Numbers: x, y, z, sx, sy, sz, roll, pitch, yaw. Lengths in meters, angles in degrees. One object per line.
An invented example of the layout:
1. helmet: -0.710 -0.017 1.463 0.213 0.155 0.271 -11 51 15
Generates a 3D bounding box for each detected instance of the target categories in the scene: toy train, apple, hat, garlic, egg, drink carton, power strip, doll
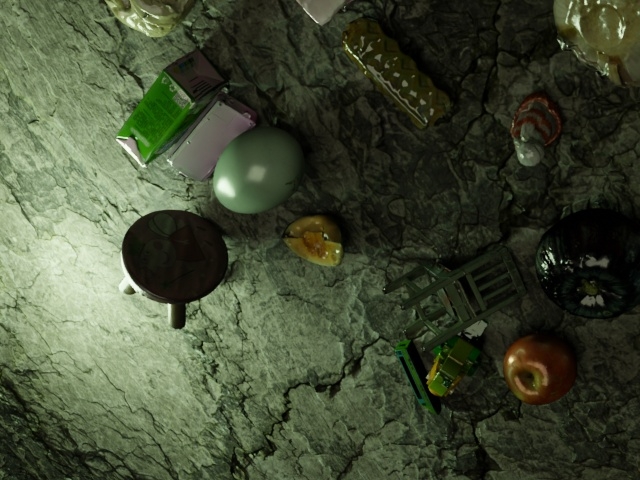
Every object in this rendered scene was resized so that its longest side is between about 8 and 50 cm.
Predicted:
1. toy train: 0.243 0.347 2.089 0.042 0.044 0.209 -12 111 34
2. apple: 0.486 0.281 1.854 0.163 0.139 0.164 16 117 33
3. hat: 0.400 -0.199 1.588 0.093 0.162 0.112 24 131 12
4. garlic: 0.516 -0.407 1.342 0.321 0.241 0.322 18 143 14
5. egg: -0.146 -0.154 1.915 0.183 0.183 0.264 51 135 -7
6. drink carton: -0.345 -0.306 1.950 0.108 0.161 0.271 46 130 -3
7. power strip: -0.261 -0.241 1.997 0.109 0.038 0.279 29 133 -23
8. doll: 0.310 0.272 1.926 0.106 0.186 0.134 34 158 7

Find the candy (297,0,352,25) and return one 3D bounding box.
1. candy: -0.020 -0.569 1.634 0.265 0.116 0.155 48 133 -2

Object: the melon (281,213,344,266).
1. melon: 0.000 0.000 2.003 0.160 0.079 0.128 5 139 27

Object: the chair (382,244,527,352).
1. chair: 0.296 0.113 1.877 0.270 0.147 0.136 -31 108 -5

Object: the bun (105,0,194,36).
1. bun: -0.387 -0.555 1.850 0.237 0.116 0.210 -25 104 39

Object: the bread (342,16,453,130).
1. bread: 0.149 -0.339 1.694 0.087 0.098 0.269 -45 93 -2

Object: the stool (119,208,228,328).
1. stool: -0.380 0.072 2.153 0.272 0.272 0.178 34 144 7

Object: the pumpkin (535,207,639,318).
1. pumpkin: 0.539 0.047 1.656 0.233 0.163 0.233 14 134 15
